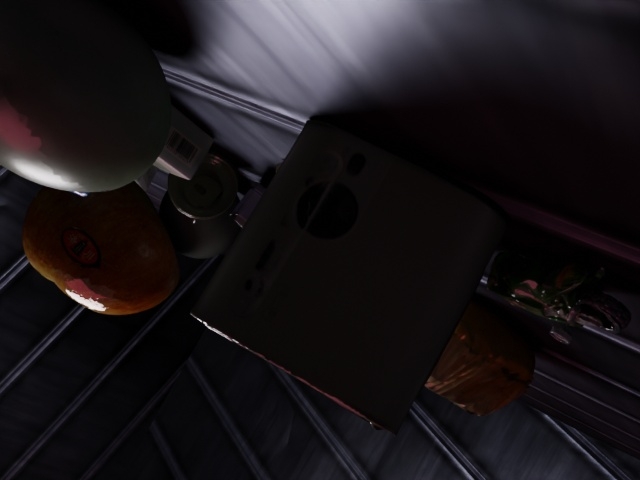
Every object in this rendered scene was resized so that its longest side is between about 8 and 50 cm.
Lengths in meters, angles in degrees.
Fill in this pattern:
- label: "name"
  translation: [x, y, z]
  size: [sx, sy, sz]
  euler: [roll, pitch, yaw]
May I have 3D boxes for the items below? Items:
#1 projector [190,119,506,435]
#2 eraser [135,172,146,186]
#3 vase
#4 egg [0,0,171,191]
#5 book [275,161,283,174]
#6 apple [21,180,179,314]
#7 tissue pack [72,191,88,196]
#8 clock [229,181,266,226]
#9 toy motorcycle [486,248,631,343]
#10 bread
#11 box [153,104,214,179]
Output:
- label: "projector"
  translation: [0.035, 0.045, 0.815]
  size: [0.249, 0.249, 0.248]
  euler: [29, 173, 9]
- label: "eraser"
  translation: [-0.427, -0.167, 1.687]
  size: [0.061, 0.089, 0.352]
  euler: [28, 173, -8]
- label: "vase"
  translation: [-0.227, -0.069, 1.361]
  size: [0.173, 0.173, 0.321]
  euler: [30, 168, -3]
- label: "egg"
  translation: [-0.270, -0.157, 0.762]
  size: [0.203, 0.202, 0.282]
  euler: [26, 168, 21]
- label: "book"
  translation: [0.000, 0.000, 1.076]
  size: [0.024, 0.160, 0.228]
  euler: [-19, 150, 21]
- label: "apple"
  translation: [-0.431, 0.013, 1.399]
  size: [0.309, 0.250, 0.277]
  euler: [53, 159, 19]
- label: "tissue pack"
  translation: [-0.465, -0.210, 1.169]
  size: [0.270, 0.137, 0.209]
  euler: [33, -160, -30]
- label: "clock"
  translation: [-0.070, -0.028, 1.213]
  size: [0.145, 0.073, 0.193]
  euler: [36, -179, -4]
- label: "toy motorcycle"
  translation: [0.249, 0.053, 0.794]
  size: [0.106, 0.074, 0.190]
  euler: [41, 169, -20]
- label: "bread"
  translation: [0.278, 0.208, 1.370]
  size: [0.236, 0.183, 0.389]
  euler: [43, -174, 30]
- label: "box"
  translation: [-0.292, -0.194, 1.057]
  size: [0.135, 0.079, 0.269]
  euler: [24, 171, 35]
